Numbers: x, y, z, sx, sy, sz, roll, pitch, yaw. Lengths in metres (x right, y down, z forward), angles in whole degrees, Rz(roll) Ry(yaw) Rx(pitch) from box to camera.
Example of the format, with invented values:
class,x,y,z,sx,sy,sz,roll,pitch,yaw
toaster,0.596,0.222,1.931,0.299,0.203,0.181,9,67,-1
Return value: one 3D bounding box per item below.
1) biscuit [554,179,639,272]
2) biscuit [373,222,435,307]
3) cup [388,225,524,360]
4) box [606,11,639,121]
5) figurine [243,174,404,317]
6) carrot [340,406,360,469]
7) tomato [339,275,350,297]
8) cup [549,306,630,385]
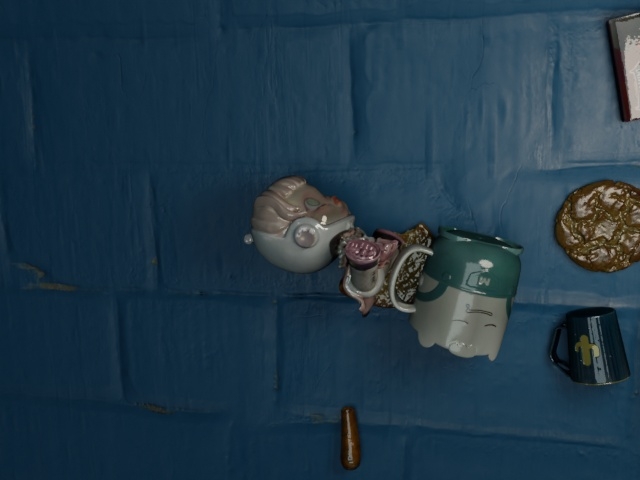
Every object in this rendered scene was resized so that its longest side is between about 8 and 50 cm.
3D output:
class,x,y,z,sx,sy,sz,roll,pitch,yaw
biscuit,0.649,-0.030,1.626,0.225,0.042,0.226,2,100,12
biscuit,0.194,0.070,1.757,0.228,0.031,0.176,-33,91,18
cup,0.301,0.107,1.632,0.289,0.219,0.258,12,102,-4
box,0.693,-0.375,1.539,0.120,0.069,0.224,-9,99,15
figurine,-0.003,-0.001,1.648,0.361,0.253,0.211,32,94,15
carrot,0.076,0.513,1.858,0.055,0.055,0.162,-1,93,14
tomato,0.089,0.104,1.761,0.075,0.087,0.087,30,105,1
cup,0.613,0.239,1.651,0.176,0.131,0.155,-5,95,40
